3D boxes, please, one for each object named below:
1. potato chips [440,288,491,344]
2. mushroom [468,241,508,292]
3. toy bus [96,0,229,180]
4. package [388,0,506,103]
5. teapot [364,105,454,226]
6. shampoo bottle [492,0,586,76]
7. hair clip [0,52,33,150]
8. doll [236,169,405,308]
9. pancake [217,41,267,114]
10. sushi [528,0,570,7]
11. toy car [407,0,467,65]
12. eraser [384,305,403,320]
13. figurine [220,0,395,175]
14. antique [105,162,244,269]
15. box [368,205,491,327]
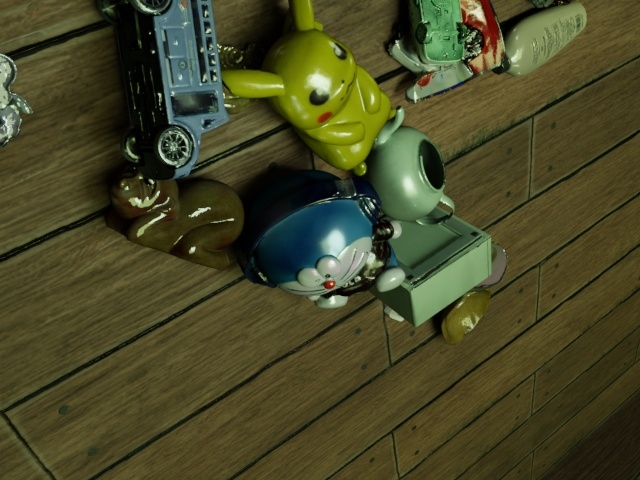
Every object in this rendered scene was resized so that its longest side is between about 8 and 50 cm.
[{"bbox_3d":[0.385,0.193,1.671,0.208,0.062,0.195,16,112,-51],"label":"potato chips"},{"bbox_3d":[0.382,0.070,1.570,0.188,0.141,0.117,-7,154,-32],"label":"mushroom"},{"bbox_3d":[-0.210,-0.235,0.852,0.133,0.125,0.292,-17,108,-38],"label":"toy bus"},{"bbox_3d":[0.253,-0.390,1.221,0.269,0.071,0.194,-38,127,-23],"label":"package"},{"bbox_3d":[0.176,-0.135,1.225,0.294,0.130,0.193,51,44,-31],"label":"teapot"},{"bbox_3d":[0.476,-0.442,1.355,0.257,0.078,0.127,-34,135,-18],"label":"shampoo bottle"},{"bbox_3d":[-0.449,-0.198,0.779,0.124,0.052,0.195,-30,136,-14],"label":"hair clip"},{"bbox_3d":[0.000,0.000,1.136,0.284,0.240,0.310,-36,151,20],"label":"doll"},{"bbox_3d":[-0.144,-0.292,0.988,0.191,0.020,0.184,-21,126,-29],"label":"pancake"},{"bbox_3d":[0.498,-0.543,1.297,0.084,0.098,0.094,-20,131,-26],"label":"sushi"},{"bbox_3d":[0.204,-0.432,1.118,0.090,0.076,0.224,-7,91,-23],"label":"toy car"},{"bbox_3d":[0.209,0.149,1.537,0.065,0.026,0.105,24,100,-42],"label":"eraser"},{"bbox_3d":[0.002,-0.254,1.010,0.218,0.169,0.327,-65,150,-10],"label":"figurine"},{"bbox_3d":[-0.231,-0.046,0.999,0.257,0.121,0.143,21,94,-44],"label":"antique"},{"bbox_3d":[0.209,0.035,1.326,0.225,0.225,0.117,-31,131,-21],"label":"box"}]
